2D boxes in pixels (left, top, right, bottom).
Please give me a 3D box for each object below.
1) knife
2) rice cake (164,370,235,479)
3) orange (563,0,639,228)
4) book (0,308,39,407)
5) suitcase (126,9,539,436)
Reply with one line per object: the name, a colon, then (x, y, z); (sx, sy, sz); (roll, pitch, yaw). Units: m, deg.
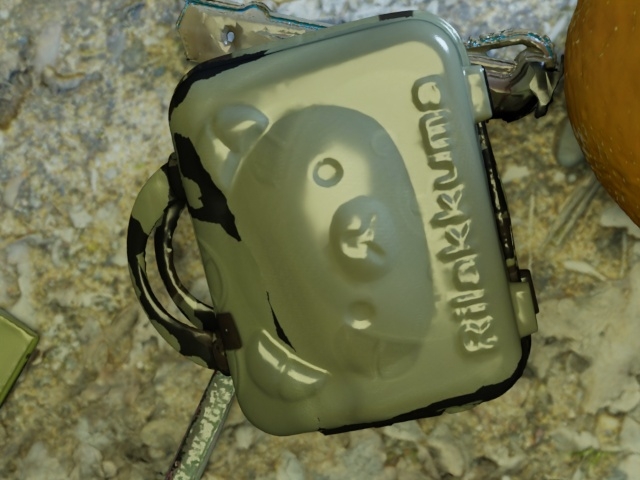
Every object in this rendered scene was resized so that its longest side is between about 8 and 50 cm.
knife: (0.042, -0.174, 1.124); (0.365, 0.043, 0.089); (10, 93, 8)
rice cake: (-0.121, 0.204, 1.154); (0.033, 0.033, 0.208); (25, 94, 3)
orange: (0.364, -0.140, 0.960); (0.340, 0.293, 0.341); (0, 91, 8)
book: (-0.461, 0.181, 1.191); (0.239, 0.035, 0.352); (32, 94, 3)
suitcase: (0.000, 0.000, 1.044); (0.339, 0.194, 0.352); (-12, 97, 11)
